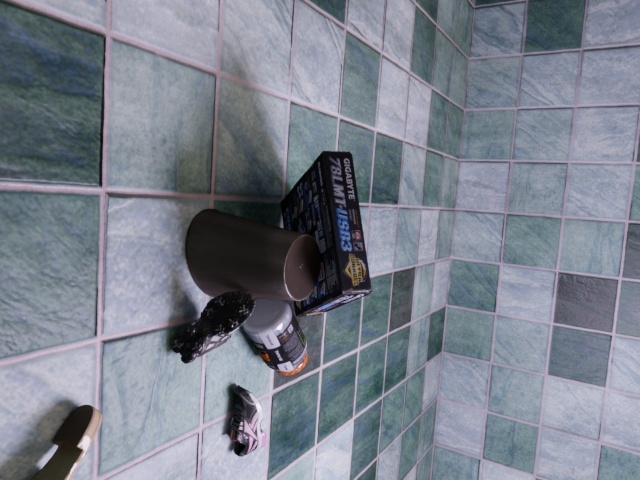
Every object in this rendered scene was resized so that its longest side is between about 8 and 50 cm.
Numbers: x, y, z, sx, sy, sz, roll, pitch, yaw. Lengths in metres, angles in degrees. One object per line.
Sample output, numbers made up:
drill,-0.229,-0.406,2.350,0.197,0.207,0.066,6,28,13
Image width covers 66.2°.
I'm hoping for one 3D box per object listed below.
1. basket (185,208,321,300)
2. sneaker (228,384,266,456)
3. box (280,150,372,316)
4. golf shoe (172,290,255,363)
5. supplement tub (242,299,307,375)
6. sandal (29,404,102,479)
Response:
basket,-0.127,0.041,0.981,0.154,0.227,0.204,-49,136,-43
sneaker,-0.177,0.425,1.132,0.077,0.072,0.178,-26,113,-42
box,0.000,0.000,1.066,0.074,0.293,0.295,-2,74,-21
golf shoe,-0.200,0.162,0.970,0.077,0.198,0.094,57,13,12
supplement tub,-0.101,0.231,1.168,0.117,0.117,0.190,-56,139,-37
sandal,-0.395,0.378,0.741,0.079,0.088,0.240,60,41,-39
